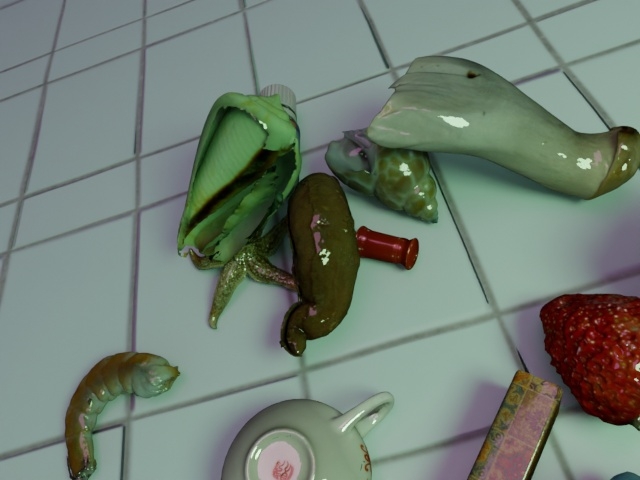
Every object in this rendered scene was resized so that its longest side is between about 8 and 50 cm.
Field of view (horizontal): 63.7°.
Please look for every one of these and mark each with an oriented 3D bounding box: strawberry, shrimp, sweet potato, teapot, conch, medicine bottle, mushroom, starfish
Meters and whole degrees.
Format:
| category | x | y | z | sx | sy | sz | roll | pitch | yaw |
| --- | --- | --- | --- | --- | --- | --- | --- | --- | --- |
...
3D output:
| category | x | y | z | sx | sy | sz | roll | pitch | yaw |
| --- | --- | --- | --- | --- | --- | --- | --- | --- | --- |
| strawberry | 0.298 | 0.105 | 0.517 | 0.131 | 0.131 | 0.148 | -27 | 61 | -1 |
| shrimp | -0.265 | 0.226 | 0.669 | 0.161 | 0.049 | 0.165 | -6 | 57 | 17 |
| sweet potato | 0.000 | 0.000 | 0.672 | 0.098 | 0.124 | 0.309 | 8 | 54 | -6 |
| teapot | -0.017 | 0.242 | 0.550 | 0.246 | 0.116 | 0.159 | -30 | 42 | -10 |
| conch | 0.093 | -0.106 | 0.741 | 0.173 | 0.105 | 0.116 | 8 | 42 | 21 |
| conch | -0.107 | -0.076 | 0.690 | 0.144 | 0.137 | 0.250 | 19 | 91 | 3 |
| medicine bottle | -0.074 | -0.166 | 0.845 | 0.084 | 0.083 | 0.203 | -10 | 54 | 12 |
| mushroom | 0.233 | -0.134 | 0.661 | 0.329 | 0.122 | 0.159 | 20 | 75 | 4 |
| starfish | -0.102 | 0.029 | 0.754 | 0.217 | 0.050 | 0.223 | 19 | 70 | 19 |

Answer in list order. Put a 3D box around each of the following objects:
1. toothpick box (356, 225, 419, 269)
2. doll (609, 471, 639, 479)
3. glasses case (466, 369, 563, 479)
| category | x | y | z | sx | sy | sz | roll | pitch | yaw |
| --- | --- | --- | --- | --- | --- | --- | --- | --- | --- |
| toothpick box | 0.090 | 0.011 | 0.695 | 0.083 | 0.047 | 0.047 | 14 | 63 | 25 |
| doll | 0.274 | 0.295 | 0.283 | 0.376 | 0.187 | 0.365 | -32 | 33 | 42 |
| glasses case | 0.169 | 0.239 | 0.498 | 0.049 | 0.075 | 0.218 | 21 | 66 | 31 |
